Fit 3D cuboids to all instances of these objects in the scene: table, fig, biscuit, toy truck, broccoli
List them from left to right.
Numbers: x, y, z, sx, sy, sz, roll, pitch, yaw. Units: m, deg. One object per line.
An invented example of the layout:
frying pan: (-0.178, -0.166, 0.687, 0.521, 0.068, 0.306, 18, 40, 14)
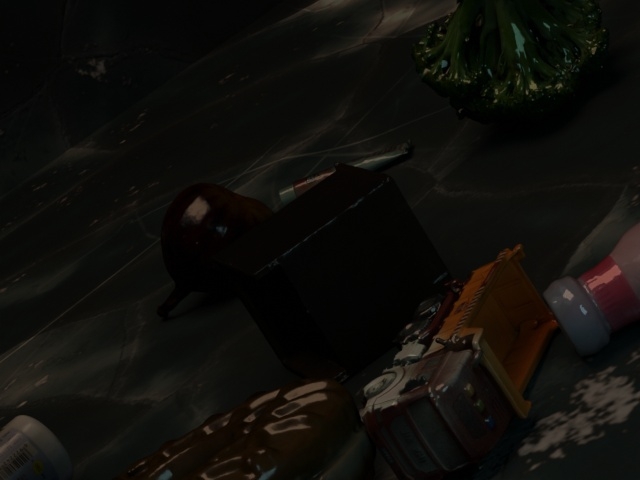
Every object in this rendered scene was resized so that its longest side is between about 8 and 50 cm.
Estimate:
fig: (-0.157, 0.005, 2.491, 0.202, 0.149, 0.148, -40, 25, -14)
biscuit: (-0.087, 0.237, 1.733, 0.268, 0.115, 0.366, -34, 8, -38)
table: (0.014, 0.038, 2.079, 0.193, 0.169, 0.172, -37, 18, -13)
toy truck: (0.142, 0.120, 1.743, 0.135, 0.114, 0.270, -26, 15, 33)
broccoli: (0.263, -0.294, 2.430, 0.254, 0.269, 0.269, 13, 41, 30)

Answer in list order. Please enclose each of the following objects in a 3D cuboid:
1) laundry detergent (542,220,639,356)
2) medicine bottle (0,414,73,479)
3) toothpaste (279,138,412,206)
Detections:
laundry detergent: (0.371, -0.002, 1.730, 0.335, 0.088, 0.159, -31, 18, 3)
medicine bottle: (-0.388, 0.299, 2.141, 0.187, 0.103, 0.103, -41, 20, -30)
toothpaste: (0.038, -0.098, 2.643, 0.205, 0.036, 0.056, -22, 17, 15)
